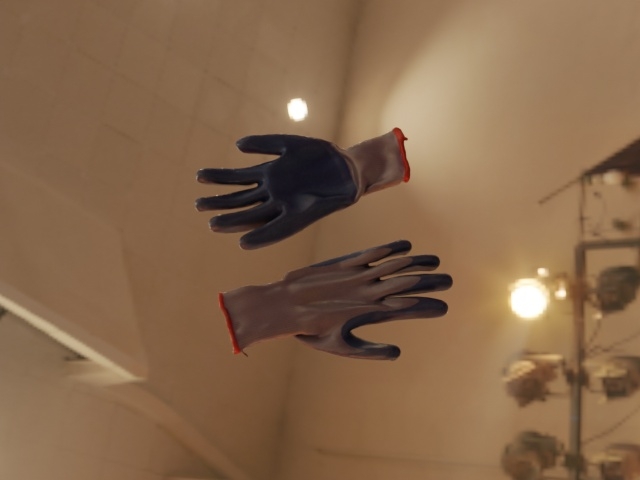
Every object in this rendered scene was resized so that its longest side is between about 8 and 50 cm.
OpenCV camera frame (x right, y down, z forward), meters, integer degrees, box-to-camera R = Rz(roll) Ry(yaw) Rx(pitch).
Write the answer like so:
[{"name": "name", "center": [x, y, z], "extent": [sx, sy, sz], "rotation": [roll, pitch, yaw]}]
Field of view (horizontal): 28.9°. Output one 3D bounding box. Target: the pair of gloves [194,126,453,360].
[{"name": "pair of gloves", "center": [0.000, 0.000, 0.851], "extent": [0.023, 0.159, 0.198], "rotation": [80, 176, -58]}]
